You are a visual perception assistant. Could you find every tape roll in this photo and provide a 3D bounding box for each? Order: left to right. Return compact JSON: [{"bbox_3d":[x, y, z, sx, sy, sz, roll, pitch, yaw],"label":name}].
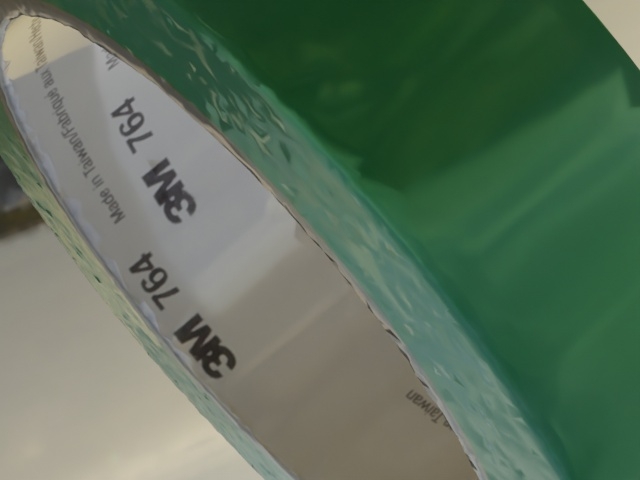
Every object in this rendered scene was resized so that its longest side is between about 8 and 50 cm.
[{"bbox_3d":[0.000,0.000,0.520,0.077,0.321,0.321,-40,178,-18],"label":"tape roll"}]
